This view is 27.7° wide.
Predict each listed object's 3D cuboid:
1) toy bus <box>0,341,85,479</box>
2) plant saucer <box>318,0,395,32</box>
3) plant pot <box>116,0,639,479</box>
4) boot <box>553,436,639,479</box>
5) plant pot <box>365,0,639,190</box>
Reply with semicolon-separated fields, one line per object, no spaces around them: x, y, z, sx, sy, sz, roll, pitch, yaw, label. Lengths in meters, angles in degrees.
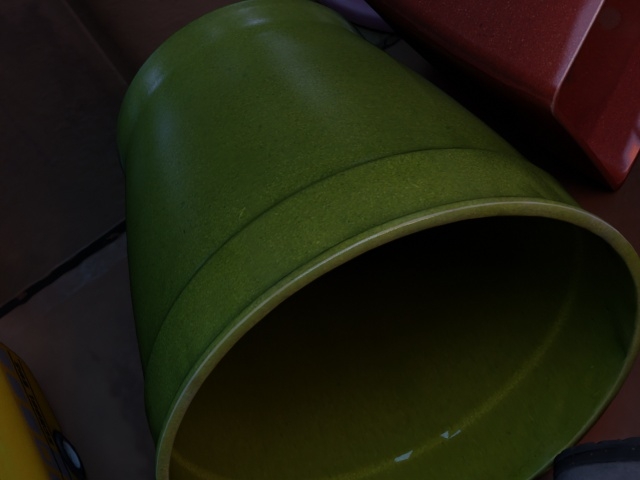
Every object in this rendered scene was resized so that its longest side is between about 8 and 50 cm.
-0.238;0.238;1.040;0.108;0.130;0.333;-31;60;-2;toy bus
0.113;-0.361;1.283;0.332;0.084;0.332;-7;61;12;plant saucer
0.000;0.000;1.000;0.366;0.366;0.353;-29;49;-1;plant pot
0.310;0.267;0.894;0.338;0.118;0.223;7;71;23;boot
0.176;-0.232;1.060;0.235;0.267;0.267;27;90;26;plant pot
